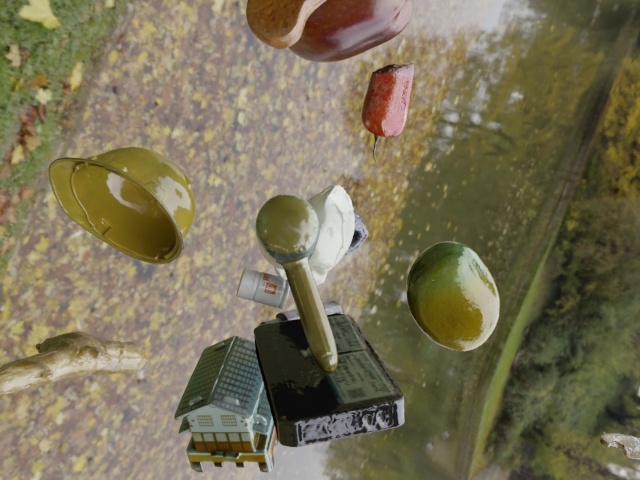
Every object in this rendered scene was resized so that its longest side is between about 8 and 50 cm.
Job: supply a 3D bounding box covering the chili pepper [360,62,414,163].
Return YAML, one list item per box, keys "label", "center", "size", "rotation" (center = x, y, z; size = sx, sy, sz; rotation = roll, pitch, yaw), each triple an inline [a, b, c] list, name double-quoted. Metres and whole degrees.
- label: "chili pepper"
  center: [0.115, -0.228, 1.084]
  size: [0.084, 0.086, 0.192]
  rotation: [-96, -167, -61]

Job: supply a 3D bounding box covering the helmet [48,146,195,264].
- label: "helmet"
  center: [-0.307, -0.083, 1.015]
  size: [0.140, 0.257, 0.205]
  rotation: [-54, 161, -40]

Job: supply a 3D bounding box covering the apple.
- label: "apple"
  center: [0.037, -0.534, 1.271]
  size: [0.288, 0.316, 0.288]
  rotation: [-4, 90, -75]

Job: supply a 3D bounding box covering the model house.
- label: "model house"
  center: [-0.191, 0.358, 1.290]
  size: [0.224, 0.198, 0.215]
  rotation: [-74, 157, -62]

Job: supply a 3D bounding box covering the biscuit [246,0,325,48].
- label: "biscuit"
  center: [0.035, -0.357, 0.693]
  size: [0.324, 0.205, 0.049]
  rotation: [-35, 158, 10]

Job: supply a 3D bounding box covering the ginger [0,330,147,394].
- label: "ginger"
  center: [-0.407, 0.196, 0.974]
  size: [0.333, 0.148, 0.081]
  rotation: [33, 76, -82]

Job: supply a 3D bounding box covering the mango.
- label: "mango"
  center: [0.186, 0.077, 0.841]
  size: [0.195, 0.130, 0.092]
  rotation: [79, 20, -45]

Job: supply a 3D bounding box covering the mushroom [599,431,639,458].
- label: "mushroom"
  center: [0.494, 0.329, 0.952]
  size: [0.049, 0.101, 0.019]
  rotation: [-50, 154, -73]

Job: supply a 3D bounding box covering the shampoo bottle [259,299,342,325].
- label: "shampoo bottle"
  center: [-0.044, 0.187, 1.386]
  size: [0.214, 0.072, 0.072]
  rotation: [-9, 119, -41]

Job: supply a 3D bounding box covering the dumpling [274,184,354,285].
- label: "dumpling"
  center: [0.000, 0.000, 1.372]
  size: [0.179, 0.131, 0.252]
  rotation: [39, 75, -38]

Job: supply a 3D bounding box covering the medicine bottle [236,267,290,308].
- label: "medicine bottle"
  center: [-0.102, 0.086, 1.081]
  size: [0.057, 0.089, 0.057]
  rotation: [-164, -90, -81]

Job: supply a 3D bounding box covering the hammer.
- label: "hammer"
  center: [-0.029, 0.081, 1.033]
  size: [0.202, 0.113, 0.305]
  rotation: [91, -18, -79]

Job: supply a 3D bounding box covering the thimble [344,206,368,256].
- label: "thimble"
  center: [0.042, -0.029, 1.579]
  size: [0.150, 0.098, 0.150]
  rotation: [-17, 144, -13]

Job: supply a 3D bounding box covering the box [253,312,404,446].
- label: "box"
  center: [0.001, 0.233, 1.076]
  size: [0.350, 0.211, 0.058]
  rotation: [-126, -149, -70]
